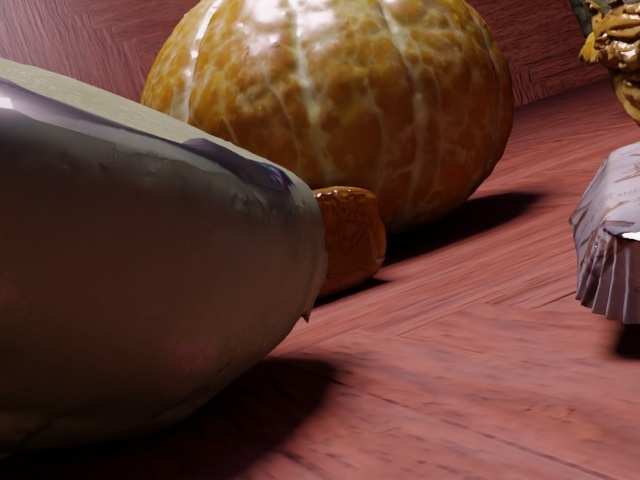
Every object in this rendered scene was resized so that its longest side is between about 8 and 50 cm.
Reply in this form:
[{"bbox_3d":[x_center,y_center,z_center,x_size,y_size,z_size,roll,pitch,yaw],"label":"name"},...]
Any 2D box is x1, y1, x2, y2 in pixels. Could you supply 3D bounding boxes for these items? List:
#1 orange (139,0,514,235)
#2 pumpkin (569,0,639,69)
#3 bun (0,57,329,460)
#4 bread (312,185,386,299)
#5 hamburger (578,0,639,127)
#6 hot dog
[{"bbox_3d":[0.002,-0.114,0.863,0.329,0.249,0.329,-16,0,0],"label":"orange"},{"bbox_3d":[0.477,-0.350,1.315,0.292,0.327,0.257,-33,7,29],"label":"pumpkin"},{"bbox_3d":[-0.155,0.010,0.466,0.293,0.187,0.293,22,5,-2],"label":"bun"},{"bbox_3d":[0.002,0.002,0.684,0.070,0.076,0.083,-7,3,-14],"label":"bread"},{"bbox_3d":[0.376,-0.180,0.870,0.319,0.158,0.318,-17,7,2],"label":"hamburger"},{"bbox_3d":[0.157,-0.009,0.412,0.108,0.059,0.191,-17,8,22],"label":"hot dog"}]
